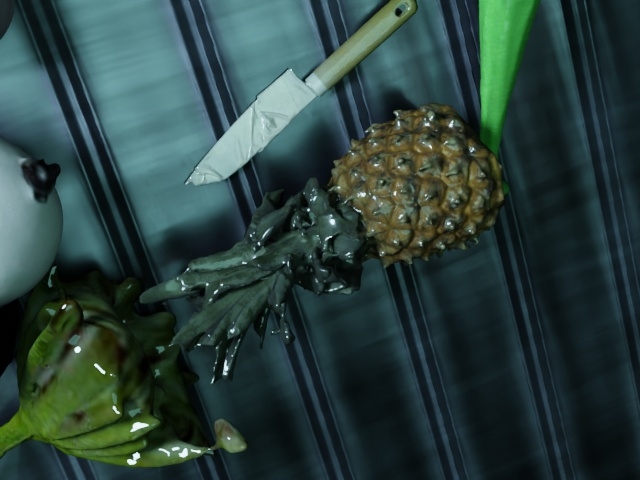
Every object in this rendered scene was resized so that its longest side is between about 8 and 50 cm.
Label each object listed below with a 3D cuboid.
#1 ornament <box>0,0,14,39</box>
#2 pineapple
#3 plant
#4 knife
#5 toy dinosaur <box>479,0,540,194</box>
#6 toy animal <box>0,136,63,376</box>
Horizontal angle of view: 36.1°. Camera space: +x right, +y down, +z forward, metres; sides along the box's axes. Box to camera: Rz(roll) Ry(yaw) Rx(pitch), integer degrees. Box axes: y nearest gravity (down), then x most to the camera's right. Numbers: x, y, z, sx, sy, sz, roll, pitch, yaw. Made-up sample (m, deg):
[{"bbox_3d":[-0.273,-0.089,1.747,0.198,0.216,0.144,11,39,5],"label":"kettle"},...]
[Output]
[{"bbox_3d":[-0.339,-0.224,0.799,0.177,0.177,0.178,-4,107,-15],"label":"ornament"},{"bbox_3d":[-0.001,-0.003,0.966,0.364,0.165,0.166,-28,111,-7],"label":"pineapple"},{"bbox_3d":[-0.270,0.185,0.944,0.333,0.180,0.251,-34,101,-1],"label":"plant"},{"bbox_3d":[-0.023,-0.152,0.993,0.298,0.017,0.047,-42,110,3],"label":"knife"},{"bbox_3d":[0.227,-0.333,0.995,0.374,0.144,0.500,-52,148,-29],"label":"toy dinosaur"},{"bbox_3d":[-0.330,0.014,0.867,0.165,0.187,0.235,4,114,-59],"label":"toy animal"}]
